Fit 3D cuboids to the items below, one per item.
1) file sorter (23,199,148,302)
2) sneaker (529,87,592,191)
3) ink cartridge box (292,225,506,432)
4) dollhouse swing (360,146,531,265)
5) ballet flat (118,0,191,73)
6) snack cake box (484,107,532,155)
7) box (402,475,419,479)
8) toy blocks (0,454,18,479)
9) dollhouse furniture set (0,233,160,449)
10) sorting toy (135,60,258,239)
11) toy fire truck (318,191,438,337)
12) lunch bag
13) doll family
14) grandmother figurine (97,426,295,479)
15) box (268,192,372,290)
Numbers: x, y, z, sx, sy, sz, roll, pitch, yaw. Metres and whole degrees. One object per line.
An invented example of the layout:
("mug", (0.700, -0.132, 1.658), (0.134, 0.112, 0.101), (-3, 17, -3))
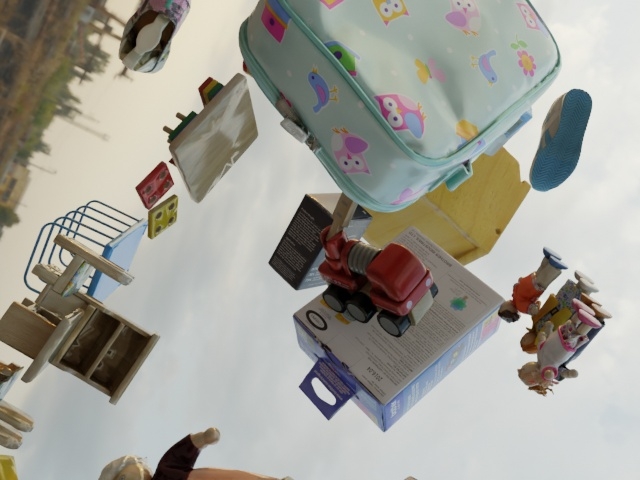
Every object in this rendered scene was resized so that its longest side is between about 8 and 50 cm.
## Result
("file sorter", (-0.350, 0.019, 1.016), (0.170, 0.105, 0.118), (-80, -165, -75))
("sneaker", (0.513, -0.210, 1.460), (0.092, 0.087, 0.228), (-152, -95, -88))
("ink cartridge box", (0.132, 0.187, 1.360), (0.395, 0.151, 0.270), (-35, -123, -20))
("dollhouse swing", (0.272, -0.125, 1.737), (0.315, 0.347, 0.305), (-53, -168, -18))
("ballet flat", (-0.251, -0.291, 0.977), (0.221, 0.077, 0.079), (-29, -147, 56))
("snack cake box", (0.202, -0.261, 0.938), (0.089, 0.152, 0.264), (-48, -155, 47))
("box", (0.060, 0.521, 0.966), (0.077, 0.307, 0.242), (13, -65, 50))
("toy blocks", (-0.362, 0.333, 0.685), (0.261, 0.381, 0.190), (-2, -108, 38))
("dollhouse furniture set", (-0.289, 0.127, 0.804), (0.212, 0.161, 0.242), (-57, -169, -8))
("sorting toy", (-0.149, -0.128, 0.859), (0.274, 0.046, 0.132), (-52, 163, -19))
("toy fire truck", (0.090, 0.016, 1.212), (0.217, 0.246, 0.158), (19, -126, 43))
("lunch bag", (0.078, -0.159, 0.590), (0.279, 0.224, 0.108), (-38, -178, -35))
("doll family", (0.354, 0.142, 1.007), (0.163, 0.118, 0.263), (-58, -171, 24))
("grandmother figurine", (-0.203, 0.397, 1.058), (0.343, 0.104, 0.207), (-1, -123, 24))
("box", (0.000, 0.000, 1.563), (0.108, 0.153, 0.207), (42, -64, 26))
